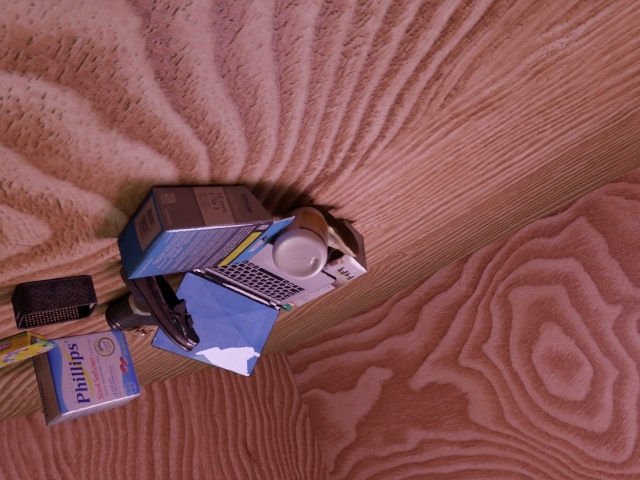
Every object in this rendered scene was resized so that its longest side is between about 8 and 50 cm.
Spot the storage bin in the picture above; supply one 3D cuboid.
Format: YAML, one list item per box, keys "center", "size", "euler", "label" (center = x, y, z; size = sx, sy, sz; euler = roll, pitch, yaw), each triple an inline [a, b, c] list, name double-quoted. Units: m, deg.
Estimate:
- center: [-0.691, 0.160, 1.321]
  size: [0.180, 0.084, 0.122]
  euler: [-6, 157, -41]
  label: "storage bin"

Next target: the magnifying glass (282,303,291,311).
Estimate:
- center: [-0.211, 0.215, 1.954]
  size: [0.231, 0.026, 0.092]
  euler: [34, 160, -22]
  label: "magnifying glass"

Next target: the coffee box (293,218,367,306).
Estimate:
- center: [0.001, 0.080, 1.736]
  size: [0.297, 0.168, 0.119]
  euler: [-30, 128, 24]
  label: "coffee box"

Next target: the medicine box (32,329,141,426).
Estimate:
- center: [-0.839, 0.482, 1.820]
  size: [0.149, 0.263, 0.289]
  euler: [-35, 160, 35]
  label: "medicine box"

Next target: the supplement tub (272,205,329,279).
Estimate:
- center: [-0.050, 0.000, 1.385]
  size: [0.144, 0.144, 0.199]
  euler: [-27, -158, 16]
  label: "supplement tub"

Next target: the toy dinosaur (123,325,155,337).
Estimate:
- center: [-0.693, 0.355, 1.958]
  size: [0.093, 0.053, 0.183]
  euler: [-27, 169, -1]
  label: "toy dinosaur"

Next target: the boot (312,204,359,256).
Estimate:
- center: [0.000, 0.000, 1.562]
  size: [0.165, 0.077, 0.213]
  euler: [-31, 121, 33]
  label: "boot"

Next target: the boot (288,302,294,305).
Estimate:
- center: [-0.083, 0.220, 2.028]
  size: [0.084, 0.059, 0.158]
  euler: [-50, 154, 16]
  label: "boot"

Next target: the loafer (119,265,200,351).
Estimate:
- center: [-0.417, 0.172, 1.385]
  size: [0.095, 0.302, 0.109]
  euler: [-34, -164, 2]
  label: "loafer"

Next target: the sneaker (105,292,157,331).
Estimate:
- center: [-0.597, 0.249, 1.697]
  size: [0.147, 0.104, 0.296]
  euler: [-23, 157, 9]
  label: "sneaker"

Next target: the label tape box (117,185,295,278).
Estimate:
- center: [-0.272, -0.025, 1.226]
  size: [0.348, 0.115, 0.249]
  euler: [-9, 160, -43]
  label: "label tape box"

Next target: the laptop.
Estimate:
- center: [-0.223, 0.210, 1.547]
  size: [0.408, 0.236, 0.382]
  euler: [-28, 137, 35]
  label: "laptop"

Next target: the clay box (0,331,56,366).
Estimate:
- center: [-0.971, 0.346, 1.601]
  size: [0.222, 0.053, 0.127]
  euler: [-20, 163, -10]
  label: "clay box"
